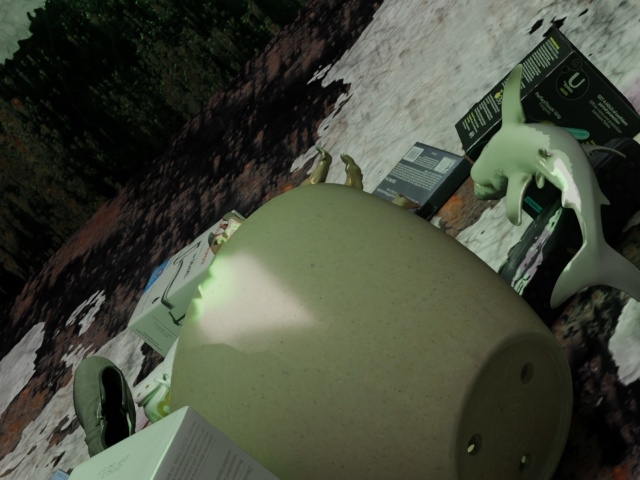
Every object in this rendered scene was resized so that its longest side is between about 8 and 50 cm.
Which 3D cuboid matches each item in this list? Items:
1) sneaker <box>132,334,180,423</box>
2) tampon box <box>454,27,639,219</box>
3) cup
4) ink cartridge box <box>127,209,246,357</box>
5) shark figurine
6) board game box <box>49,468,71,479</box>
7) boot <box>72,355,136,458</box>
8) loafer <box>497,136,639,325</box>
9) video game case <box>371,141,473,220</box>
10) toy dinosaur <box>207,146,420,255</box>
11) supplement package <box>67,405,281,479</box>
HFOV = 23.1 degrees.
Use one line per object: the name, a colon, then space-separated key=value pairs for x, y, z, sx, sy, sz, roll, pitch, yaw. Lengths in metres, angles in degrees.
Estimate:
sneaker: x=-0.157 y=0.180 z=2.062 sx=0.169 sy=0.108 sz=0.292 roll=-55 pitch=9 yaw=-18
tampon box: x=0.248 y=-0.128 z=1.712 sx=0.161 sy=0.120 sz=0.101 roll=-43 pitch=18 yaw=14
cup: x=0.071 y=0.133 z=1.331 sx=0.237 sy=0.331 sz=0.331 roll=14 pitch=60 yaw=41
ink cartridge box: x=-0.184 y=0.066 z=2.390 sx=0.203 sy=0.086 sz=0.148 roll=-37 pitch=20 yaw=34
shark figurine: x=0.239 y=-0.058 z=1.448 sx=0.278 sy=0.116 sz=0.166 roll=-125 pitch=41 yaw=-57
board game box: x=-0.373 y=0.404 z=2.203 sx=0.145 sy=0.027 sz=0.281 roll=-51 pitch=17 yaw=-14
boot: x=-0.278 y=0.217 z=2.086 sx=0.161 sy=0.083 sz=0.246 roll=102 pitch=159 yaw=-45
loafer: x=0.241 y=-0.011 z=1.548 sx=0.223 sy=0.076 sz=0.078 roll=-54 pitch=27 yaw=-8
video game case: x=0.073 y=-0.012 z=2.046 sx=0.274 sy=0.026 sz=0.196 roll=-49 pitch=17 yaw=-2
toy dinosaur: x=0.000 y=0.000 z=1.969 sx=0.200 sy=0.127 sz=0.295 roll=-58 pitch=31 yaw=-7
supplement package: x=-0.077 y=0.306 z=1.247 sx=0.177 sy=0.293 sz=0.175 roll=-32 pitch=24 yaw=43
